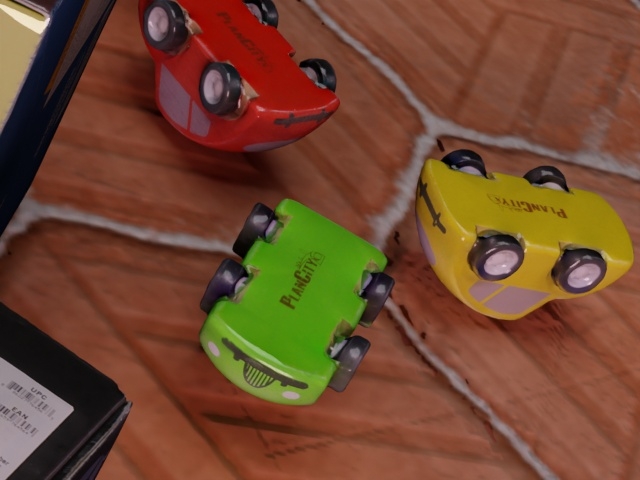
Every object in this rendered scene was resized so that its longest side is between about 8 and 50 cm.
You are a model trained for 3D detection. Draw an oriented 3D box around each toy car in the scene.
[{"bbox_3d":[0.000,0.000,0.762,0.239,0.053,0.225,30,34,0],"label":"toy car"}]

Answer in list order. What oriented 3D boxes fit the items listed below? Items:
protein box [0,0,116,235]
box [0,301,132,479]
[{"bbox_3d":[-0.147,-0.067,0.601,0.136,0.200,0.201,27,34,-5],"label":"protein box"},{"bbox_3d":[-0.160,0.055,0.482,0.180,0.147,0.077,34,34,6],"label":"box"}]
